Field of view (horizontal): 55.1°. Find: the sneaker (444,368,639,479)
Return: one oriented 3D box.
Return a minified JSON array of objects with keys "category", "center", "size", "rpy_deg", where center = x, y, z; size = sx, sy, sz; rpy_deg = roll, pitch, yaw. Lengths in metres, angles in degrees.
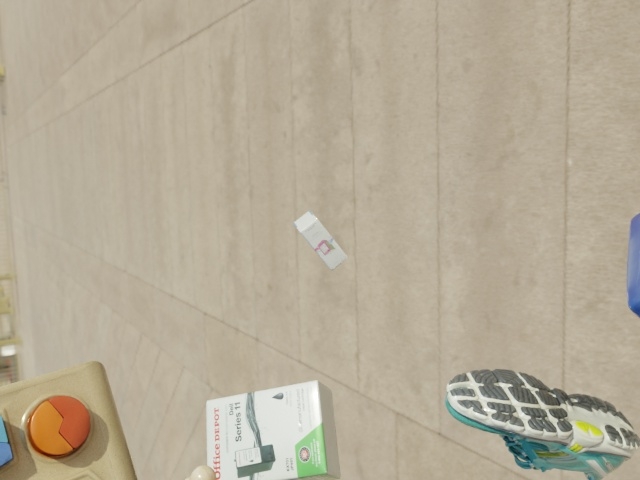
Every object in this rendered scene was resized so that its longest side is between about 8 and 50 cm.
[{"category":"sneaker","center":[0.276,0.248,0.779],"size":[0.107,0.275,0.110],"rpy_deg":[-96,30,-62]}]

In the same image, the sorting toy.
[{"category":"sorting toy","center":[-0.283,0.295,0.623],"size":[0.041,0.229,0.308],"rpy_deg":[-31,76,44]}]

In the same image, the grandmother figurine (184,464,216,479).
[{"category":"grandmother figurine","center":[-0.105,0.344,0.658],"size":[0.342,0.104,0.208],"rpy_deg":[-22,82,22]}]

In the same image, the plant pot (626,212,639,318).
[{"category":"plant pot","center":[0.603,0.040,0.863],"size":[0.236,0.236,0.212],"rpy_deg":[37,134,-4]}]

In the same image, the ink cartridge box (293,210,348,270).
[{"category":"ink cartridge box","center":[0.000,0.000,1.403],"size":[0.122,0.052,0.088],"rpy_deg":[53,179,-20]}]

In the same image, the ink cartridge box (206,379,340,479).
[{"category":"ink cartridge box","center":[-0.083,0.333,1.031],"size":[0.087,0.208,0.153],"rpy_deg":[54,-154,-59]}]
